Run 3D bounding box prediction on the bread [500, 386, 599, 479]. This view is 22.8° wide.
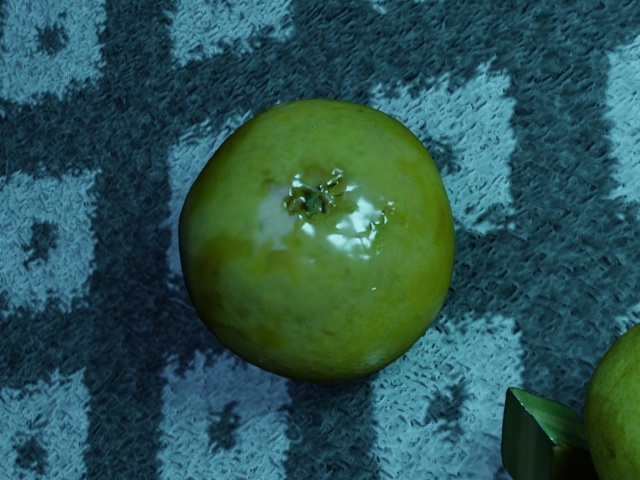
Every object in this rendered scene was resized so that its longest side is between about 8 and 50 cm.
[{"bbox_3d":[0.179,0.182,1.349,0.084,0.139,0.074,-44,60,13],"label":"bread"}]

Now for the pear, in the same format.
[{"bbox_3d":[0.306,0.146,1.242,0.209,0.209,0.209,-9,71,29],"label":"pear"}]

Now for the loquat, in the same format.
[{"bbox_3d":[0.000,0.000,1.464,0.263,0.263,0.263,-9,71,29],"label":"loquat"}]
